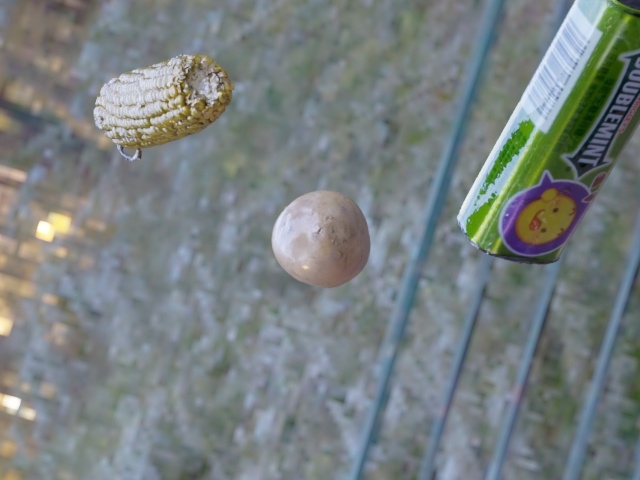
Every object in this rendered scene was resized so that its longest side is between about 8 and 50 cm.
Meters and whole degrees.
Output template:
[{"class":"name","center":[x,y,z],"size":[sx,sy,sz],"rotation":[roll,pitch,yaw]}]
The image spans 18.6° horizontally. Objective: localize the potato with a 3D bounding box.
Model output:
[{"class":"potato","center":[0.001,0.002,2.226],"size":[0.147,0.112,0.112],"rotation":[42,-119,-60]}]

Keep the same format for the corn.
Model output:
[{"class":"corn","center":[-0.187,-0.159,2.270],"size":[0.293,0.106,0.106],"rotation":[-9,63,67]}]

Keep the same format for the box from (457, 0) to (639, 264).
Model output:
[{"class":"box","center":[0.283,-0.132,2.145],"size":[0.345,0.134,0.097],"rotation":[-62,34,32]}]
